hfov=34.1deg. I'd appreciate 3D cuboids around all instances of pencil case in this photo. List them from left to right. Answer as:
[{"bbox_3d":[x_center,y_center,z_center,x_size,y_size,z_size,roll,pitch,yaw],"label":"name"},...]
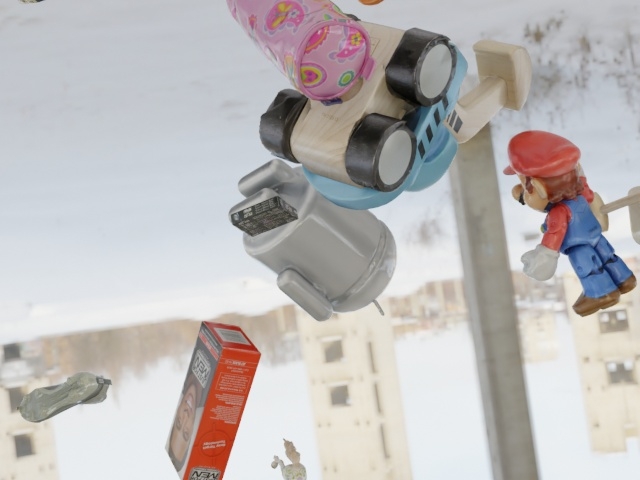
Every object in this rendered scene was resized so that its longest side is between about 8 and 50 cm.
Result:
[{"bbox_3d":[-0.031,-0.296,1.448,0.124,0.124,0.284,-6,-146,-26],"label":"pencil case"}]

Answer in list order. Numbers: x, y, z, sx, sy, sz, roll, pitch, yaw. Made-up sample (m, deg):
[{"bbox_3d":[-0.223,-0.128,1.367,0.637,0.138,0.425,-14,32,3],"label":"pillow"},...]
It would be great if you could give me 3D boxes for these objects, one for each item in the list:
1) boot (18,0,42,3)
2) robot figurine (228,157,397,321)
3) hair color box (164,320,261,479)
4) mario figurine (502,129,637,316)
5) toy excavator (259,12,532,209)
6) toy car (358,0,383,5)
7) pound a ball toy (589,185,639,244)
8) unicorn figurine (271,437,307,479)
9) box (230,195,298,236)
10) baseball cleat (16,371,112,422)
[{"bbox_3d":[-0.344,-0.385,1.252,0.236,0.179,0.085,5,-141,48],"label":"boot"},{"bbox_3d":[0.000,0.000,1.908,0.353,0.300,0.199,38,140,-26],"label":"robot figurine"},{"bbox_3d":[-0.105,0.157,1.007,0.043,0.141,0.072,11,-168,-26],"label":"hair color box"},{"bbox_3d":[0.398,-0.034,1.769,0.170,0.321,0.198,-26,-179,11],"label":"mario figurine"},{"bbox_3d":[0.160,-0.211,1.682,0.222,0.433,0.445,20,168,34],"label":"toy excavator"},{"bbox_3d":[0.119,-0.511,1.909,0.159,0.182,0.136,29,170,30],"label":"toy car"},{"bbox_3d":[0.633,-0.039,1.792,0.208,0.136,0.319,-9,180,-34],"label":"pound a ball toy"},{"bbox_3d":[-0.030,0.373,1.498,0.060,0.162,0.111,-24,-171,-21],"label":"unicorn figurine"},{"bbox_3d":[-0.085,-0.036,1.584,0.083,0.018,0.067,-21,155,19],"label":"box"},{"bbox_3d":[-0.494,0.314,2.046,0.205,0.072,0.109,-22,155,31],"label":"baseball cleat"}]
